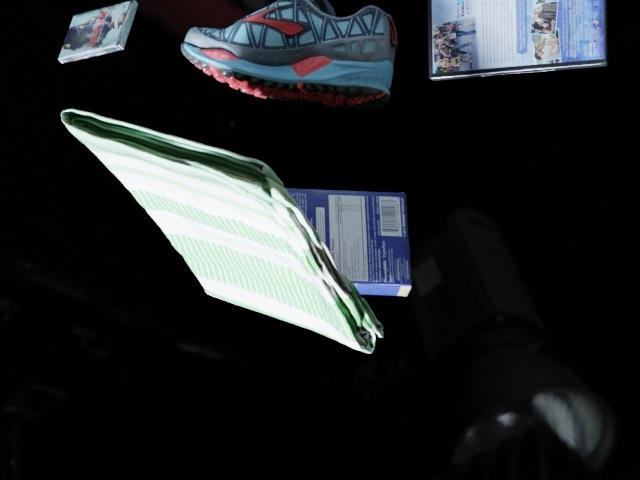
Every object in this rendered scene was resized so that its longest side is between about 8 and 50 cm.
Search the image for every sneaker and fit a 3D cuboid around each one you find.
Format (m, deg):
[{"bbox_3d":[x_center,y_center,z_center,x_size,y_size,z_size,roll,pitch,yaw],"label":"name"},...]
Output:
[{"bbox_3d":[-0.030,-0.221,1.186,0.104,0.261,0.125,26,-103,-66],"label":"sneaker"}]

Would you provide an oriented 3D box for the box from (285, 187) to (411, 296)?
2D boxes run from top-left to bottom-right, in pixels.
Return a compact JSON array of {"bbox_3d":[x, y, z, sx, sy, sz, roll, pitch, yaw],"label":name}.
[{"bbox_3d":[0.000,0.000,1.360,0.225,0.036,0.137,3,-116,-8],"label":"box"}]

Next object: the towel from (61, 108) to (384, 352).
[{"bbox_3d":[-0.086,0.000,1.048,0.038,0.247,0.325,-60,-33,-18],"label":"towel"}]

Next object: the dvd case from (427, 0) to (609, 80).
[{"bbox_3d":[0.270,-0.321,1.478,0.022,0.253,0.181,-1,-90,-65],"label":"dvd case"}]

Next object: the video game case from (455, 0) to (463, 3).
[{"bbox_3d":[0.227,-0.401,1.385,0.015,0.119,0.166,26,-113,-12],"label":"video game case"}]

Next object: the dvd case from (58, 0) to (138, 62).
[{"bbox_3d":[-0.327,-0.307,1.568,0.013,0.119,0.087,47,-133,-48],"label":"dvd case"}]
